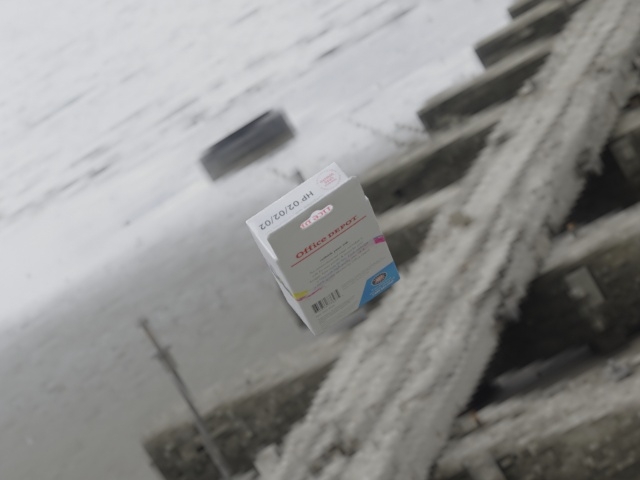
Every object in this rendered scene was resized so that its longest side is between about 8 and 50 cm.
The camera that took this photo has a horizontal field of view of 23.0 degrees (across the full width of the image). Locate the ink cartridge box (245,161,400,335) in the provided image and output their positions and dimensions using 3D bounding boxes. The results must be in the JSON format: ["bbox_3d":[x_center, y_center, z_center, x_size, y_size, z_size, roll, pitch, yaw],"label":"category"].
[{"bbox_3d":[0.000,0.000,1.487,0.104,0.181,0.061,-34,54,-7],"label":"ink cartridge box"}]
